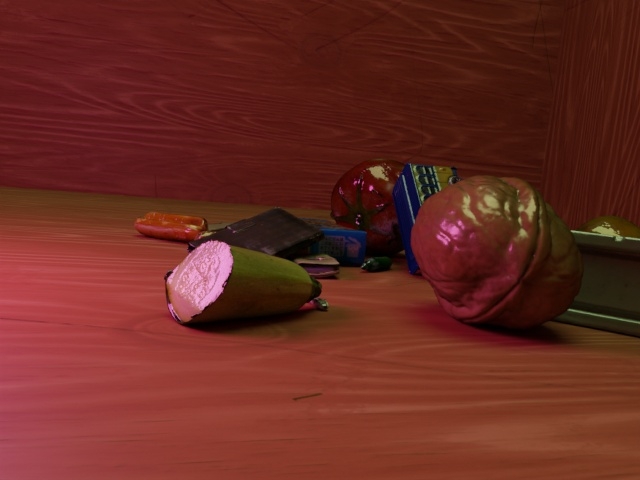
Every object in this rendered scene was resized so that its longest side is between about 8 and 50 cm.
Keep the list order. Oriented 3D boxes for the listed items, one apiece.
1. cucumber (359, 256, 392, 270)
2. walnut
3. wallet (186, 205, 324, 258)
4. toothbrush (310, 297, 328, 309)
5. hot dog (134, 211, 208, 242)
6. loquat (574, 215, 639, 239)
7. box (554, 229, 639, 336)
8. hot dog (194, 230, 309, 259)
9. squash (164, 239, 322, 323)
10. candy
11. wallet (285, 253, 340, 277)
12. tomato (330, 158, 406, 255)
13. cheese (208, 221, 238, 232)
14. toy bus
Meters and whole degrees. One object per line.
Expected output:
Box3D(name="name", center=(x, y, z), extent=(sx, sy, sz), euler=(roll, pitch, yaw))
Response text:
Box3D(name="cucumber", center=(0.148, 0.061, 1.527), extent=(0.037, 0.037, 0.155), euler=(10, 9, 34))
Box3D(name="walnut", center=(0.302, 0.019, 1.043), extent=(0.252, 0.277, 0.313), euler=(-31, 13, 5))
Box3D(name="wallet", center=(-0.142, 0.003, 1.388), extent=(0.169, 0.044, 0.317), euler=(26, 31, 27))
Box3D(name="toothbrush", center=(-0.044, 0.092, 1.149), extent=(0.022, 0.026, 0.263), euler=(-6, 11, -23))
Box3D(name="hot dog", center=(-0.442, -0.034, 1.744), extent=(0.250, 0.076, 0.104), euler=(4, 25, 23))
Box3D(name="loquat", center=(0.715, 0.041, 1.458), extent=(0.246, 0.213, 0.213), euler=(1, 8, -37))
Box3D(name="box", center=(0.593, 0.089, 1.143), extent=(0.312, 0.175, 0.182), euler=(9, -2, 29))
Box3D(name="hot dog", center=(-0.171, 0.019, 1.480), extent=(0.289, 0.083, 0.068), euler=(4, -12, -16))
Box3D(name="squash", center=(-0.088, 0.065, 0.950), extent=(0.287, 0.137, 0.137), euler=(3, 7, -36))
Box3D(name="candy", center=(0.000, -0.001, 1.671), extent=(0.157, 0.100, 0.306), euler=(2, 6, -19))
Box3D(name="wallet", center=(-0.018, 0.058, 1.406), extent=(0.110, 0.039, 0.155), euler=(0, 7, -12))
Box3D(name="tomato", center=(0.189, -0.108, 1.824), extent=(0.303, 0.303, 0.239), euler=(11, 31, 42))
Box3D(name="cheese", center=(-0.333, -0.039, 2.020), extent=(0.085, 0.034, 0.400), euler=(12, 9, 18))
Box3D(name="toy bus", center=(0.301, -0.056, 1.564), extent=(0.175, 0.287, 0.138), euler=(4, -36, -15))
